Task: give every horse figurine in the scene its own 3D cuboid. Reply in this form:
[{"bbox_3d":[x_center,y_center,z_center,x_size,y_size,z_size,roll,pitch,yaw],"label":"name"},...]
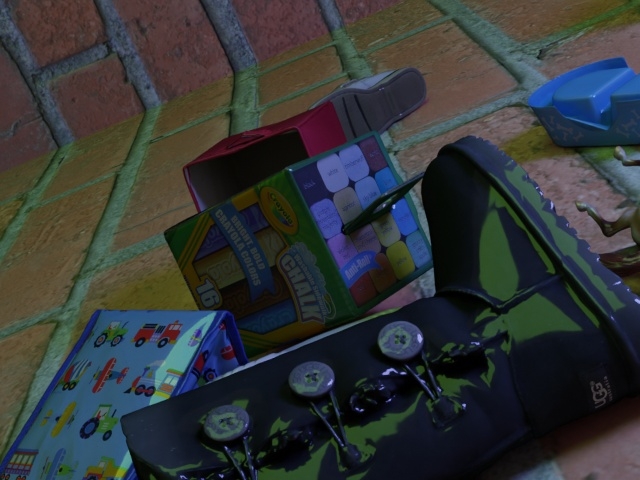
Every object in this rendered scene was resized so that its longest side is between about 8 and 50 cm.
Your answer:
[{"bbox_3d":[0.353,-0.043,1.208,0.263,0.066,0.174,-49,32,-17],"label":"horse figurine"}]

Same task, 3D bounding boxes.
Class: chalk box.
[{"bbox_3d":[0.000,0.000,1.327,0.289,0.179,0.180,-23,4,42],"label":"chalk box"}]

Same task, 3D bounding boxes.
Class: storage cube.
[{"bbox_3d":[-0.053,-0.065,1.652,0.183,0.215,0.193,-18,13,19],"label":"storage cube"}]

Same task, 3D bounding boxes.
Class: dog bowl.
[{"bbox_3d":[0.426,-0.193,1.622,0.166,0.074,0.297,-35,22,-29],"label":"dog bowl"}]

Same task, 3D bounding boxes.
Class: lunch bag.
[{"bbox_3d":[-0.223,0.214,1.236,0.221,0.138,0.293,-3,37,42],"label":"lunch bag"}]

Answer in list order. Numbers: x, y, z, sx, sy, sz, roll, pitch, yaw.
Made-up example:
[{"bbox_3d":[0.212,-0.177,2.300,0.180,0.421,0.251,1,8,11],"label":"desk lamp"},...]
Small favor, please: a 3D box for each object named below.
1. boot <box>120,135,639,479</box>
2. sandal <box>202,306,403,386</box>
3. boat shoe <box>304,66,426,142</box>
[{"bbox_3d":[0.028,0.103,1.074,0.445,0.146,0.367,-28,37,-6],"label":"boot"},{"bbox_3d":[-0.002,0.140,1.217,0.265,0.076,0.102,-19,-5,-27],"label":"sandal"},{"bbox_3d":[0.063,-0.235,2.145,0.302,0.113,0.103,-25,14,-39],"label":"boat shoe"}]
